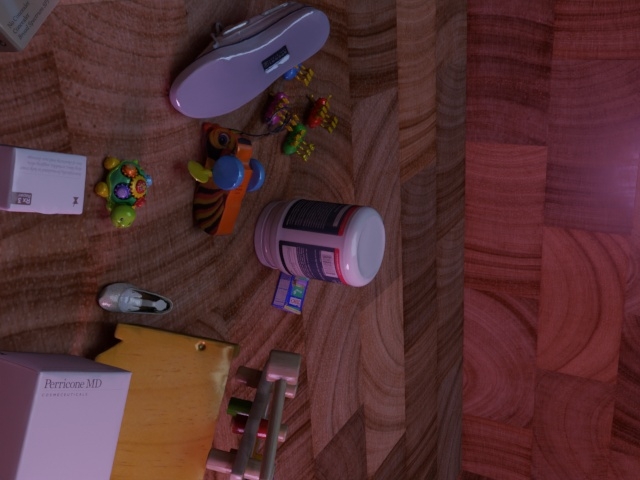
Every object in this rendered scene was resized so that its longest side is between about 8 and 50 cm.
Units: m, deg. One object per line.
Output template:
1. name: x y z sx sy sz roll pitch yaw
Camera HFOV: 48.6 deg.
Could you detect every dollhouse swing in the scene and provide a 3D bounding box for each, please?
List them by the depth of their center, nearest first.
1. dollhouse swing: -0.327 0.351 1.428 0.315 0.305 0.346 15 83 -19

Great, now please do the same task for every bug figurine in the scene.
1. bug figurine: -0.054 -0.330 1.725 0.216 0.072 0.279 -63 151 -19

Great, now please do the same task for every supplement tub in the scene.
1. supplement tub: 0.000 0.000 1.698 0.191 0.272 0.191 -25 119 -57

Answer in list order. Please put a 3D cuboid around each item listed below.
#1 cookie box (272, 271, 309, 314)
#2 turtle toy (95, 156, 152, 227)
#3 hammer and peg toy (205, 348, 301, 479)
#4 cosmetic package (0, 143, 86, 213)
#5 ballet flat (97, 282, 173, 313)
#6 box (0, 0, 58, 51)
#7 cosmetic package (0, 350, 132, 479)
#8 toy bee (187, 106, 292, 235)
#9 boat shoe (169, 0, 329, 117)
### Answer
1. cookie box: -0.075 0.130 1.838 0.092 0.040 0.107 33 69 -59
2. turtle toy: -0.347 -0.085 1.269 0.095 0.066 0.130 36 66 -58
3. hammer and peg toy: -0.133 0.369 1.347 0.361 0.128 0.265 102 3 -47
4. cosmetic package: -0.434 -0.090 0.942 0.117 0.231 0.085 0 98 -61
5. ballet flat: -0.344 0.112 1.342 0.168 0.053 0.057 15 84 -61
6. box: -0.482 -0.399 0.890 0.311 0.121 0.147 55 51 -51
7. cosmetic package: -0.451 0.368 1.115 0.197 0.155 0.365 16 85 -58
8. toy bee: -0.189 -0.167 1.480 0.298 0.162 0.195 -51 155 -3
9. boat shoe: -0.169 -0.390 1.450 0.367 0.156 0.135 -37 141 -14
